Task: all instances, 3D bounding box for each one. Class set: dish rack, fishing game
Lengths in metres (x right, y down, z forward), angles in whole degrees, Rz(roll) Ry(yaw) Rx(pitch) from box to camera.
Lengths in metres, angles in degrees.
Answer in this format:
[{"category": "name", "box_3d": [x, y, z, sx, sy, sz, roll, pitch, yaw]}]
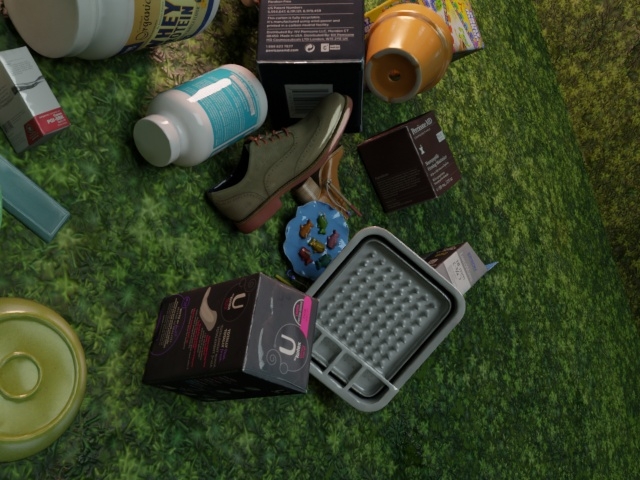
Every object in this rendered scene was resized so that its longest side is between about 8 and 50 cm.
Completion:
[{"category": "dish rack", "box_3d": [0.104, 0.162, 1.372, 0.286, 0.332, 0.072, 40, 8, -4]}, {"category": "fishing game", "box_3d": [0.000, 0.000, 1.460, 0.189, 0.041, 0.264, 44, 65, -31]}]

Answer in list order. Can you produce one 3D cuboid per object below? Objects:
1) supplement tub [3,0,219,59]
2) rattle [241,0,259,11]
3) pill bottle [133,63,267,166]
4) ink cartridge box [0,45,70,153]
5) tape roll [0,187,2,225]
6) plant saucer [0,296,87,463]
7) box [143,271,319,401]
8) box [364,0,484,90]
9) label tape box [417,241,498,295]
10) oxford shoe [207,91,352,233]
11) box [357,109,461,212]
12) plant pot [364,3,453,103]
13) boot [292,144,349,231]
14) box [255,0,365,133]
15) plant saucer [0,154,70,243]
[{"category": "supplement tub", "box_3d": [-0.349, -0.438, 1.116, 0.316, 0.228, 0.228, -36, 105, -47]}, {"category": "rattle", "box_3d": [-0.196, -0.570, 1.482, 0.199, 0.143, 0.130, 49, 24, -79]}, {"category": "pill bottle", "box_3d": [-0.229, -0.232, 1.244, 0.264, 0.146, 0.146, -42, 109, -47]}, {"category": "ink cartridge box", "box_3d": [-0.465, -0.217, 1.014, 0.056, 0.099, 0.135, -39, 108, -46]}, {"category": "tape roll", "box_3d": [-0.574, -0.047, 0.805, 0.321, 0.077, 0.321, -2, 92, -45]}, {"category": "plant saucer", "box_3d": [-0.445, 0.199, 0.951, 0.241, 0.037, 0.240, 19, 64, -43]}, {"category": "box", "box_3d": [-0.152, 0.172, 1.104, 0.143, 0.270, 0.165, 29, 58, -38]}, {"category": "box", "box_3d": [0.227, -0.526, 1.731, 0.279, 0.290, 0.176, -25, 96, -49]}, {"category": "label tape box", "box_3d": [0.254, 0.094, 1.601, 0.334, 0.241, 0.105, -31, 99, -49]}, {"category": "oxford shoe", "box_3d": [-0.079, -0.175, 1.295, 0.130, 0.123, 0.348, 41, 91, -26]}, {"category": "box", "box_3d": [0.237, -0.207, 1.733, 0.168, 0.167, 0.203, -36, 105, -47]}, {"category": "plant pot", "box_3d": [0.183, -0.407, 1.478, 0.205, 0.205, 0.188, 55, 36, -20]}, {"category": "boot", "box_3d": [0.027, -0.121, 1.551, 0.152, 0.073, 0.197, 50, 58, -23]}, {"category": "box", "box_3d": [-0.011, -0.472, 1.415, 0.293, 0.212, 0.395, 81, 9, -72]}, {"category": "plant saucer", "box_3d": [-0.479, -0.081, 1.018, 0.192, 0.018, 0.067, 47, 48, -28]}]
